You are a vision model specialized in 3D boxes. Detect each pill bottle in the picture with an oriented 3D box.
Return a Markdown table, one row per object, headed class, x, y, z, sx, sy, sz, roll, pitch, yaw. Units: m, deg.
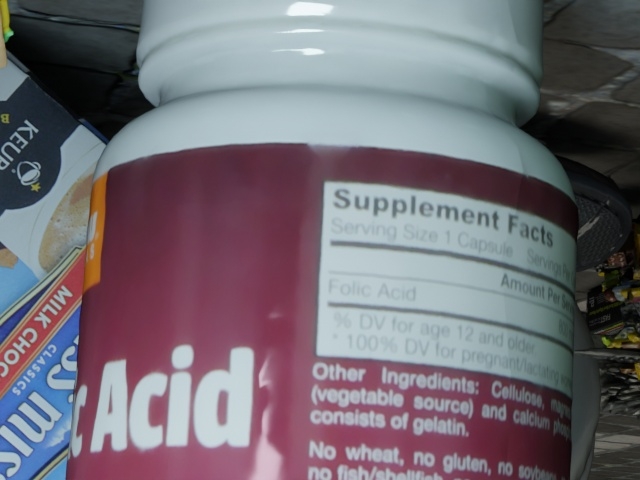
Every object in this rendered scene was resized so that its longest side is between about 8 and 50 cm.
| class | x | y | z | sx | sy | sz | roll | pitch | yaw |
| --- | --- | --- | --- | --- | --- | --- | --- | --- | --- |
| pill bottle | 0.001 | 0.062 | 0.852 | 0.224 | 0.392 | 0.224 | 3 | 167 | 1 |

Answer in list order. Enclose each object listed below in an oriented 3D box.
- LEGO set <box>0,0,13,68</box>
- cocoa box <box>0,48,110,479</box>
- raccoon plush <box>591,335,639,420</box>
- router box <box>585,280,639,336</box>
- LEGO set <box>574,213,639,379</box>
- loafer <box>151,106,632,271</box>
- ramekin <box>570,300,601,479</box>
| class | x | y | z | sx | sy | sz | roll | pitch | yaw |
| --- | --- | --- | --- | --- | --- | --- | --- | --- | --- |
| LEGO set | -0.217 | -0.097 | 0.837 | 0.287 | 0.132 | 0.107 | -15 | 167 | 37 |
| cocoa box | -0.229 | 0.059 | 1.092 | 0.228 | 0.231 | 0.347 | 42 | 159 | -8 |
| raccoon plush | 0.418 | 0.137 | 1.560 | 0.446 | 0.216 | 0.299 | 3 | 160 | 4 |
| router box | 0.282 | 0.055 | 1.552 | 0.092 | 0.038 | 0.122 | 6 | 167 | -15 |
| LEGO set | 0.330 | 0.085 | 1.216 | 0.331 | 0.192 | 0.255 | 4 | 151 | 9 |
| loafer | 0.038 | -0.041 | 1.133 | 0.302 | 0.095 | 0.109 | 2 | 138 | -16 |
| ramekin | 0.070 | 0.115 | 1.367 | 0.277 | 0.277 | 0.135 | 3 | 160 | 0 |
